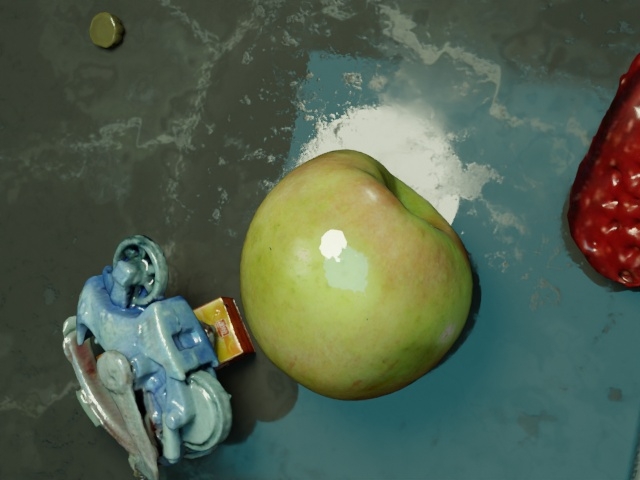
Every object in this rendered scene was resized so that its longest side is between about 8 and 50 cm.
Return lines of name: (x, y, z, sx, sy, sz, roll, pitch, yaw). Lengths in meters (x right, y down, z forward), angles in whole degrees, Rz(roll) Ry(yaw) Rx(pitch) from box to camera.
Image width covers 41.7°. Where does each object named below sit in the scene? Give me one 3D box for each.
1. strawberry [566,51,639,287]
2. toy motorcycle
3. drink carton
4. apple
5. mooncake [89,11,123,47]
strawberry: (0.483, -0.088, 1.082, 0.317, 0.295, 0.345, 37, 127, -3)
toy motorcycle: (-0.261, 0.172, 1.168, 0.241, 0.182, 0.319, -26, 82, 8)
drink carton: (-0.221, 0.175, 1.290, 0.223, 0.071, 0.096, -26, 79, 8)
apple: (0.040, 0.053, 1.125, 0.319, 0.319, 0.277, 44, 108, 13)
mooncake: (-0.272, -0.472, 1.370, 0.347, 0.057, 0.150, -39, 90, 4)
